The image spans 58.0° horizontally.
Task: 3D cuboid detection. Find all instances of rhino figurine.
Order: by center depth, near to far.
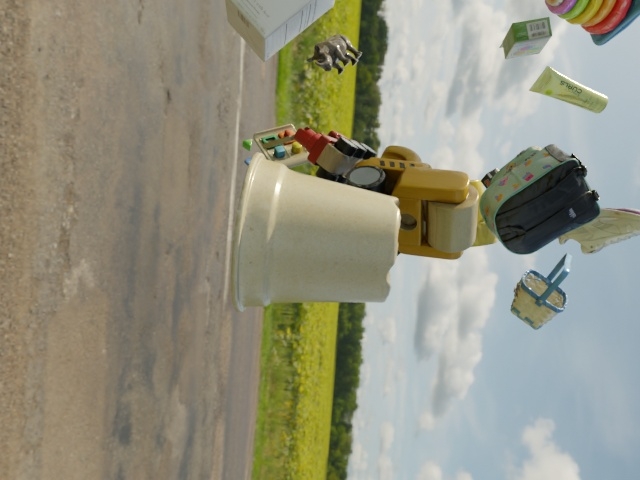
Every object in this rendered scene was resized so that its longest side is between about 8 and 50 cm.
[{"bbox_3d":[0.034,-0.534,1.666,0.073,0.106,0.243,-46,-179,38],"label":"rhino figurine"}]

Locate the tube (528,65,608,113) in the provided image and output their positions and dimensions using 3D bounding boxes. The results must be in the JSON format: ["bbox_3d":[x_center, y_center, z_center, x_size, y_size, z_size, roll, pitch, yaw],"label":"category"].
[{"bbox_3d":[0.772,-0.458,1.788,0.062,0.240,0.070,-147,-104,-76],"label":"tube"}]

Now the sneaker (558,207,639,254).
[{"bbox_3d":[0.850,-0.025,1.699,0.114,0.305,0.152,-1,98,-48],"label":"sneaker"}]

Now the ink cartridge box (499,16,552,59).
[{"bbox_3d":[0.625,-0.609,1.775,0.209,0.109,0.062,9,72,-84],"label":"ink cartridge box"}]

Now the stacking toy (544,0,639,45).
[{"bbox_3d":[0.607,-0.592,1.392,0.175,0.302,0.166,132,-48,-62],"label":"stacking toy"}]

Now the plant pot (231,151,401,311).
[{"bbox_3d":[0.000,0.000,1.199,0.334,0.305,0.334,7,90,-88],"label":"plant pot"}]

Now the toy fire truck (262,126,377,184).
[{"bbox_3d":[-0.008,-0.245,1.564,0.158,0.246,0.217,-56,160,17],"label":"toy fire truck"}]

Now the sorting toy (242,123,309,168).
[{"bbox_3d":[-0.140,-0.371,2.238,0.196,0.347,0.047,59,-26,25],"label":"sorting toy"}]

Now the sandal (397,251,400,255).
[{"bbox_3d":[0.055,-0.027,1.555,0.107,0.445,0.167,-122,-136,-56],"label":"sandal"}]

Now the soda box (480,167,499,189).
[{"bbox_3d":[0.647,-0.171,2.054,0.169,0.053,0.060,57,-17,14],"label":"soda box"}]

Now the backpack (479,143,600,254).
[{"bbox_3d":[0.395,-0.072,1.086,0.166,0.188,0.144,48,6,-33],"label":"backpack"}]

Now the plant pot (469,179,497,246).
[{"bbox_3d":[0.531,-0.104,2.181,0.254,0.254,0.239,-66,151,-83],"label":"plant pot"}]

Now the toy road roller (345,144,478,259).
[{"bbox_3d":[0.224,-0.112,1.405,0.240,0.329,0.202,-61,152,-43],"label":"toy road roller"}]

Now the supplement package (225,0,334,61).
[{"bbox_3d":[-0.113,-0.708,1.699,0.293,0.177,0.175,-42,180,-8],"label":"supplement package"}]

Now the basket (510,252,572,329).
[{"bbox_3d":[0.888,0.191,2.280,0.289,0.201,0.255,-55,166,25],"label":"basket"}]
